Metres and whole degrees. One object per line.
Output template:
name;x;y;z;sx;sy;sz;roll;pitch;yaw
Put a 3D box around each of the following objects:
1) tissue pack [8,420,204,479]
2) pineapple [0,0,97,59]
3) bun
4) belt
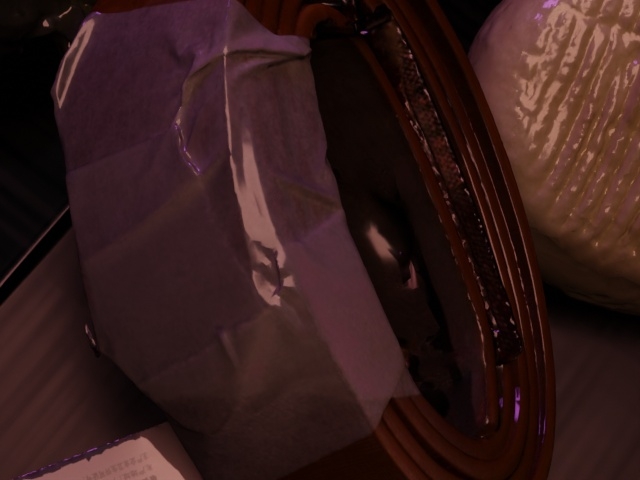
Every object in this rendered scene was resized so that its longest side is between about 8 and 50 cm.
tissue pack;-0.145;0.185;0.587;0.246;0.092;0.149;-19;77;-14
pineapple;-0.148;-0.133;0.673;0.251;0.125;0.125;37;72;-3
bun;0.153;-0.047;0.702;0.188;0.111;0.164;19;92;-3
belt;0.000;0.000;0.603;0.184;0.105;0.261;-31;102;-53
